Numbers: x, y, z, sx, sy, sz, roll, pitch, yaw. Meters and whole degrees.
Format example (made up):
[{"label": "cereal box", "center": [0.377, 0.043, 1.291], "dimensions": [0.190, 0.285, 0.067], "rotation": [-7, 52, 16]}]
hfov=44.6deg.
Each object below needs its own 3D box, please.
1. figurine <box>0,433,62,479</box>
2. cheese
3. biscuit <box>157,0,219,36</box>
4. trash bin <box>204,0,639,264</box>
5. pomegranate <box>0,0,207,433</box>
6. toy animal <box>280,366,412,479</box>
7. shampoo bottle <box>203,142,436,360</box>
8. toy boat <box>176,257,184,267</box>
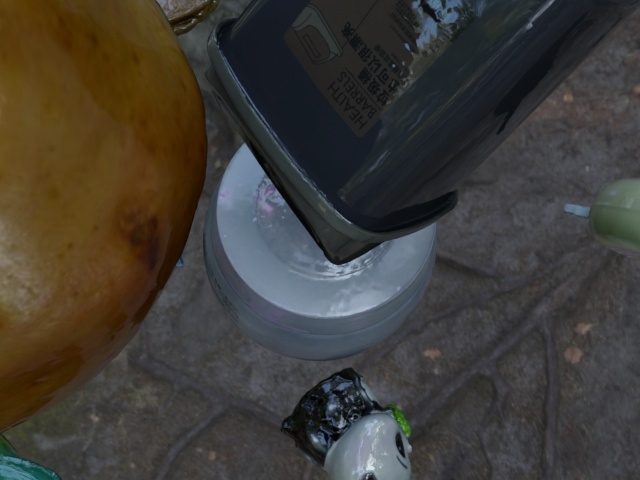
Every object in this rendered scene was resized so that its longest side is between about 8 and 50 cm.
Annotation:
[{"label": "figurine", "center": [-0.464, 0.353, 0.953], "dimensions": [0.324, 0.340, 0.231], "rotation": [-40, 2, 8]}, {"label": "cheese", "center": [0.277, -0.012, 0.656], "dimensions": [0.227, 0.137, 0.064], "rotation": [-151, 81, -76]}, {"label": "biscuit", "center": [-0.196, -0.318, 0.871], "dimensions": [0.262, 0.052, 0.277], "rotation": [-20, 55, -1]}, {"label": "trash bin", "center": [0.054, -0.130, 0.557], "dimensions": [0.290, 0.182, 0.209], "rotation": [-44, 74, 36]}, {"label": "pomegranate", "center": [-0.271, -0.077, 0.487], "dimensions": [0.410, 0.410, 0.409], "rotation": [-15, 48, 17]}, {"label": "toy animal", "center": [0.079, 0.404, 1.586], "dimensions": [0.212, 0.212, 0.267], "rotation": [-43, 61, -9]}, {"label": "shampoo bottle", "center": [0.000, 0.000, 0.908], "dimensions": [0.273, 0.266, 0.272], "rotation": [1, 75, -5]}, {"label": "toy boat", "center": [-0.416, 0.044, 1.682], "dimensions": [0.309, 0.129, 0.142], "rotation": [-1, 89, 31]}]
